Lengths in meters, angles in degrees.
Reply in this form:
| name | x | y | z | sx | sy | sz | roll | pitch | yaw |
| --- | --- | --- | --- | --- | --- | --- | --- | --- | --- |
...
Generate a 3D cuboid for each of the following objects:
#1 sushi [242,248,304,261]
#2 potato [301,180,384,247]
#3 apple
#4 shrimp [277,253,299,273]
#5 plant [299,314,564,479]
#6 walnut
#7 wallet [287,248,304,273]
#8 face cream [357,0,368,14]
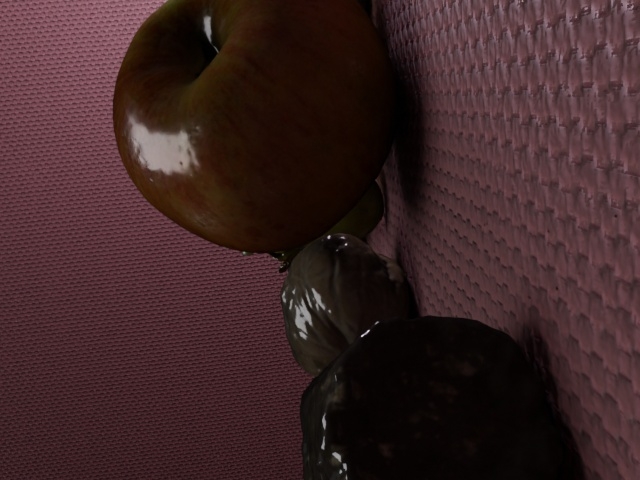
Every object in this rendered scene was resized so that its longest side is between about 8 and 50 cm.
| name | x | y | z | sx | sy | sz | roll | pitch | yaw |
| --- | --- | --- | --- | --- | --- | --- | --- | --- | --- |
| sushi | -0.070 | -0.125 | 1.477 | 0.285 | 0.327 | 0.328 | 60 | -148 | -8 |
| potato | -0.018 | -0.044 | 1.198 | 0.271 | 0.111 | 0.160 | -8 | 114 | 45 |
| apple | -0.080 | -0.175 | 0.945 | 0.333 | 0.400 | 0.401 | 39 | -144 | -52 |
| shrimp | -0.052 | 0.026 | 1.550 | 0.025 | 0.127 | 0.091 | 39 | 171 | -17 |
| plant | 0.074 | 0.182 | 0.570 | 0.276 | 0.188 | 0.199 | 90 | 173 | -61 |
| walnut | 0.038 | 0.101 | 1.022 | 0.224 | 0.224 | 0.224 | 174 | 90 | -87 |
| wallet | 0.000 | 0.000 | 1.581 | 0.247 | 0.041 | 0.323 | -52 | 13 | 9 |
| face cream | 0.044 | -0.296 | 1.133 | 0.073 | 0.073 | 0.284 | -101 | 6 | -55 |
